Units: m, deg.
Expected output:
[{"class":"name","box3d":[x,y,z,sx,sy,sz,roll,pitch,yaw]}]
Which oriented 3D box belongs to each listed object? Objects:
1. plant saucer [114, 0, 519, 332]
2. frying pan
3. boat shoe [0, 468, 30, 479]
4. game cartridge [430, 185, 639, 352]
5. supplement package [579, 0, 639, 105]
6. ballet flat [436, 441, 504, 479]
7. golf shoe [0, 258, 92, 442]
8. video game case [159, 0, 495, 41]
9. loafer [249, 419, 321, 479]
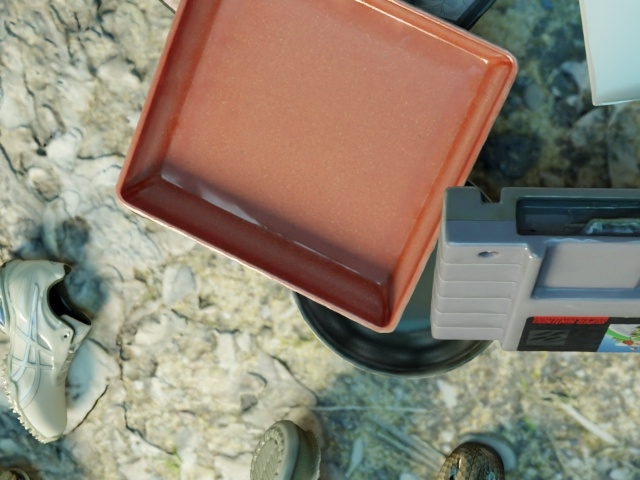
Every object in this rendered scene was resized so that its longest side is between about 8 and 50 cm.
[{"class":"plant saucer","box3d":[-0.006,-0.091,1.097,0.259,0.048,0.258,26,116,6]},{"class":"frying pan","box3d":[0.008,0.028,1.189,0.326,0.053,0.197,-6,105,17]},{"class":"boat shoe","box3d":[-0.317,0.265,1.315,0.302,0.109,0.098,40,113,4]},{"class":"game cartridge","box3d":[0.262,0.029,1.024,0.355,0.230,0.068,1,65,3]},{"class":"supplement package","box3d":[0.244,-0.202,1.029,0.105,0.105,0.179,-7,105,15]},{"class":"ballet flat","box3d":[0.123,0.301,1.248,0.084,0.058,0.249,11,110,10]},{"class":"golf shoe","box3d":[-0.247,0.101,1.266,0.086,0.069,0.176,-9,107,10]},{"class":"video game case","box3d":[-0.008,-0.232,1.083,0.275,0.035,0.248,41,125,-4]},{"class":"loafer","box3d":[-0.016,0.271,1.265,0.087,0.094,0.251,-3,119,-12]}]
